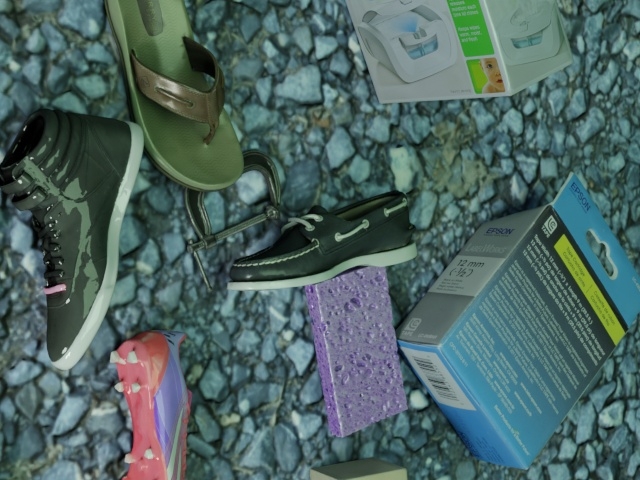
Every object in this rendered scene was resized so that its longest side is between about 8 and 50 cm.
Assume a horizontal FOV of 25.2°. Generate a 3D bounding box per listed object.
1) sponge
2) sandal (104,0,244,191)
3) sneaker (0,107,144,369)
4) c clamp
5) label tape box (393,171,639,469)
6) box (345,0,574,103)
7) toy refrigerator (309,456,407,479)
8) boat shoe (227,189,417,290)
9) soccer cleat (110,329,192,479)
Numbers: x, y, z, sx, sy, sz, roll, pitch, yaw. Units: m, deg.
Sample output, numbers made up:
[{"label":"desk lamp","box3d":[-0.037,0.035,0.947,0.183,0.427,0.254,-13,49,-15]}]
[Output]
[{"label":"sponge","box3d":[0.049,0.143,1.891,0.117,0.031,0.210,-16,101,-34]},{"label":"sandal","box3d":[-0.170,-0.194,1.682,0.120,0.086,0.303,-30,109,-31]},{"label":"sneaker","box3d":[-0.300,-0.011,1.593,0.147,0.104,0.296,19,75,-33]},{"label":"c clamp","box3d":[-0.108,-0.034,1.779,0.160,0.022,0.137,-31,105,-29]},{"label":"label tape box","box3d":[0.288,0.108,2.016,0.348,0.115,0.249,-50,119,-26]},{"label":"box","box3d":[0.163,-0.305,1.811,0.127,0.262,0.231,-30,110,-31]},{"label":"toy refrigerator","box3d":[0.054,0.428,1.873,0.102,0.094,0.269,-7,96,-28]},{"label":"boat shoe","box3d":[0.000,0.000,1.807,0.302,0.114,0.091,-15,102,-47]},{"label":"soccer cleat","box3d":[-0.185,0.228,1.700,0.095,0.083,0.248,-12,97,-40]}]
